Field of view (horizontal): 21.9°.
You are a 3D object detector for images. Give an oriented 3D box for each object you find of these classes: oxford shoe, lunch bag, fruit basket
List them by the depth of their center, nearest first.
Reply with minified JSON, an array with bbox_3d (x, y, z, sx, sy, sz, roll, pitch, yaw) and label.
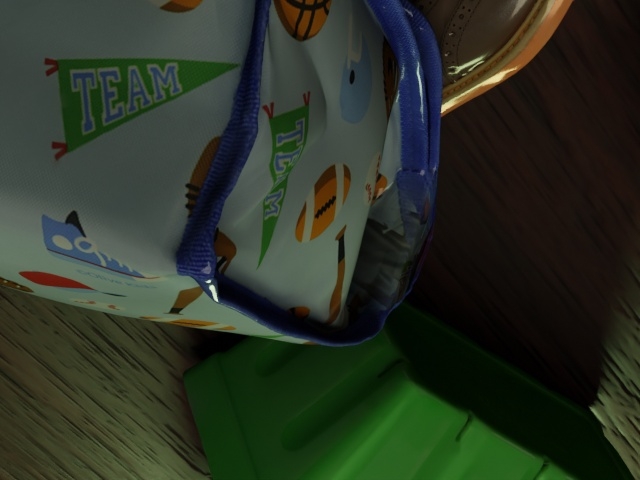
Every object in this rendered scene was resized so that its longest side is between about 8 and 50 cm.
[{"bbox_3d":[-0.117,-0.077,0.920,0.328,0.239,0.385,17,171,18],"label":"lunch bag"},{"bbox_3d":[0.060,-0.157,1.013,0.132,0.130,0.364,25,128,-17],"label":"oxford shoe"},{"bbox_3d":[0.031,0.244,1.327,0.392,0.283,0.392,-7,122,-12],"label":"fruit basket"}]
